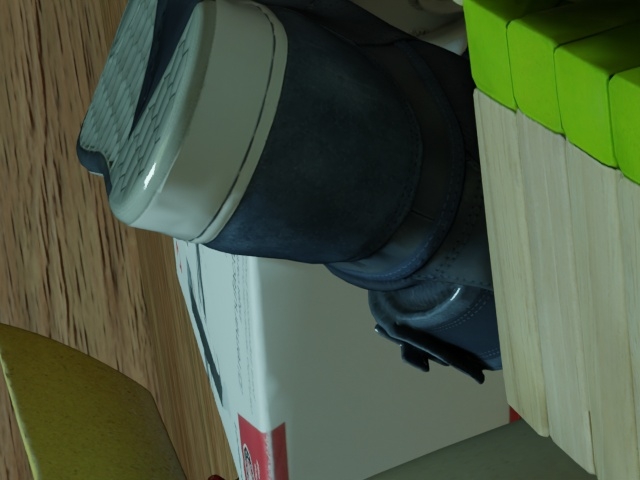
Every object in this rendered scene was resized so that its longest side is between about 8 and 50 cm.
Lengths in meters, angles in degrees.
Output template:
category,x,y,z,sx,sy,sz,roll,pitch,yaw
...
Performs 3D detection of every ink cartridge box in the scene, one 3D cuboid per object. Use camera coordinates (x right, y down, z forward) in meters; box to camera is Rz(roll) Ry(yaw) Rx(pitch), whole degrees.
category,x,y,z,sx,sy,sz,roll,pitch,yaw
ink cartridge box,0.000,0.000,0.853,0.273,0.114,0.197,-112,16,-55

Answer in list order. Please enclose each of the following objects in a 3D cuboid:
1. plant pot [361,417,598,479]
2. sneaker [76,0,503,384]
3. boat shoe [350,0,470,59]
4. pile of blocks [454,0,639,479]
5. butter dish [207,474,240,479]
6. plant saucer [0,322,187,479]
category,x,y,z,sx,sy,sz,roll,pitch,yaw
plant pot,0.012,0.176,0.483,0.256,0.274,0.256,171,90,-79
sneaker,0.017,-0.030,0.546,0.226,0.163,0.086,-117,46,-68
boat shoe,0.050,-0.095,0.605,0.258,0.095,0.084,78,176,-74
pile of blocks,0.074,-0.116,0.377,0.149,0.112,0.362,170,82,-74
butter dish,-0.005,0.135,0.990,0.160,0.118,0.160,92,165,-45
plant saucer,-0.082,0.242,1.021,0.333,0.081,0.333,-126,21,-60
